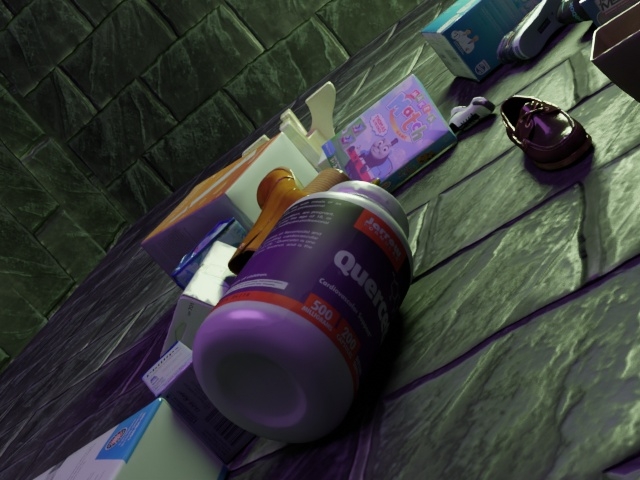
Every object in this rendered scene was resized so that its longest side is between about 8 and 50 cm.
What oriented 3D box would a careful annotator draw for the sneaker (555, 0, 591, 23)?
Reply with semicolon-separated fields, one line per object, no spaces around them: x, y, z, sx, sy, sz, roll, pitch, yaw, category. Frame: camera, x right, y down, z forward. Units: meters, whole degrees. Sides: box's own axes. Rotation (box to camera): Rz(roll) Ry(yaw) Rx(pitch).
0.485;-0.459;1.561;0.267;0.101;0.106;-48;13;-28;sneaker

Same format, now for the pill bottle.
-0.002;0.065;1.069;0.181;0.181;0.323;-29;18;39;pill bottle

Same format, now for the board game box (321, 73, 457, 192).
0.115;-0.169;1.606;0.211;0.039;0.160;-37;49;15;board game box

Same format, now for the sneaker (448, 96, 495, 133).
0.252;-0.206;1.545;0.109;0.040;0.044;-21;40;62;sneaker

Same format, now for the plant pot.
0.391;-0.220;1.078;0.109;0.096;0.109;-31;17;32;plant pot

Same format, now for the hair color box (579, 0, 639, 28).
0.509;-0.416;1.348;0.173;0.105;0.347;-29;18;41;hair color box

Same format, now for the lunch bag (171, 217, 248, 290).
-0.178;0.056;1.674;0.151;0.129;0.096;-49;15;-23;lunch bag

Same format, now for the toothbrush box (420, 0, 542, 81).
0.364;-0.458;1.820;0.295;0.126;0.216;-41;13;4;toothbrush box

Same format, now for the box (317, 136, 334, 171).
0.091;-0.176;1.751;0.170;0.091;0.130;-36;15;17;box

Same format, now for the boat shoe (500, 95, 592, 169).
0.281;-0.145;1.194;0.073;0.073;0.207;-39;15;2;boat shoe

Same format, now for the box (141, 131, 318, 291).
-0.175;-0.043;1.888;0.345;0.168;0.215;-24;21;48;box

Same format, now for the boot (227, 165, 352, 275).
-0.087;-0.024;1.536;0.211;0.104;0.295;-47;19;-25;boot

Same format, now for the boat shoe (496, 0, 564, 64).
0.392;-0.392;1.670;0.183;0.065;0.083;-46;16;-16;boat shoe

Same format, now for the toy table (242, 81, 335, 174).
-0.028;-0.209;2.028;0.252;0.161;0.274;-42;13;-4;toy table

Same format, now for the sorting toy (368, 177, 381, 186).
0.000;0.000;1.543;0.274;0.046;0.132;-35;15;24;sorting toy

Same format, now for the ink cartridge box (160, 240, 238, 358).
-0.183;0.110;1.513;0.191;0.082;0.140;-71;3;-62;ink cartridge box

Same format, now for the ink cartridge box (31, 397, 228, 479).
-0.279;0.348;1.042;0.307;0.129;0.223;-34;16;25;ink cartridge box

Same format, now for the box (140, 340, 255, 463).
-0.151;0.200;1.163;0.072;0.126;0.137;-45;14;-11;box
